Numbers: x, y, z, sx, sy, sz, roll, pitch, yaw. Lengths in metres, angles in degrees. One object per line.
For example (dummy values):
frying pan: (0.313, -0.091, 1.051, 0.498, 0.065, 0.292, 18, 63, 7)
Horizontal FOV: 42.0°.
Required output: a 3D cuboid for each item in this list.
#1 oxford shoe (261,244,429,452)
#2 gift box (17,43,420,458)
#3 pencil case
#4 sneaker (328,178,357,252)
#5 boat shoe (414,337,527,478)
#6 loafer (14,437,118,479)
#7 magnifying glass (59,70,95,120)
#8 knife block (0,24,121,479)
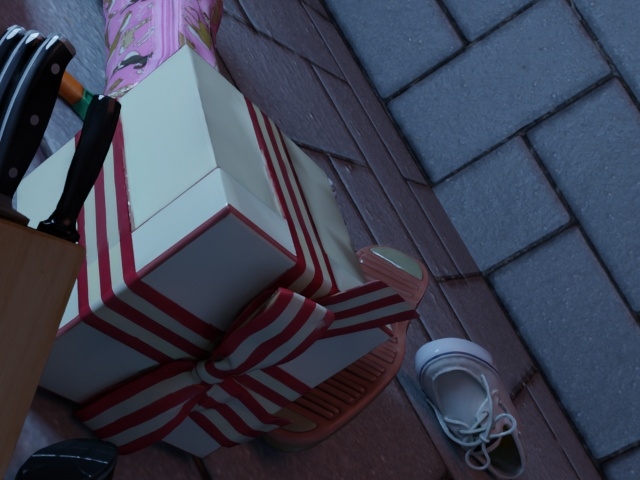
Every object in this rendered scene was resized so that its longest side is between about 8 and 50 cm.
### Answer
oxford shoe: (0.031, 0.153, 1.040, 0.140, 0.146, 0.397, 27, 33, 15)
gift box: (-0.088, 0.030, 0.731, 0.276, 0.255, 0.258, 34, 26, -39)
pencil case: (-0.179, -0.191, 0.948, 0.167, 0.160, 0.386, 47, 20, -37)
sneaker: (0.000, 0.000, 1.299, 0.268, 0.101, 0.153, -106, 175, -72)
boat shoe: (0.276, 0.321, 1.457, 0.367, 0.136, 0.156, 56, 18, -41)
loafer: (-0.180, 0.187, 0.562, 0.170, 0.062, 0.061, -66, 161, -77)
magnifying glass: (-0.261, -0.148, 0.956, 0.231, 0.026, 0.092, 47, 20, -36)
knife block: (-0.193, 0.027, 0.463, 0.088, 0.242, 0.275, 27, 35, -57)
